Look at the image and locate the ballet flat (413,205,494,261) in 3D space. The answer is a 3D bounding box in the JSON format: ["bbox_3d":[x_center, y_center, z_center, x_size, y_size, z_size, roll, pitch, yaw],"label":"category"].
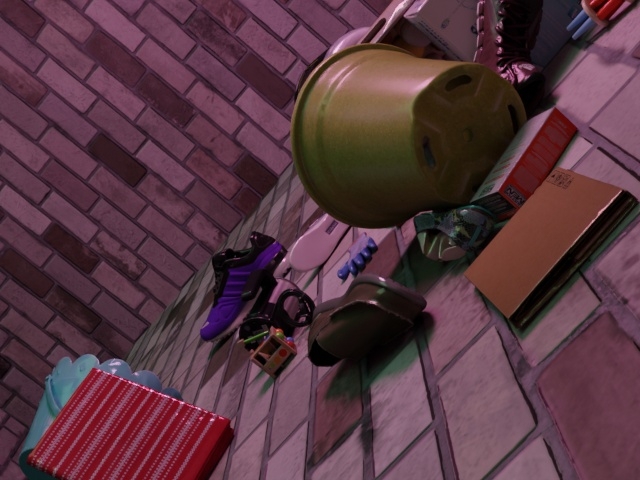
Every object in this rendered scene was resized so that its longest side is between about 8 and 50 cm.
[{"bbox_3d":[0.156,-0.005,1.219,0.070,0.070,0.188,-52,7,-12],"label":"ballet flat"}]

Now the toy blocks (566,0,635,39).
[{"bbox_3d":[0.419,-0.360,1.381,0.148,0.054,0.123,-43,13,38],"label":"toy blocks"}]

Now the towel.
[{"bbox_3d":[-0.296,0.322,1.518,0.031,0.275,0.199,86,-152,-48],"label":"towel"}]

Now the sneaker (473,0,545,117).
[{"bbox_3d":[0.292,-0.278,1.401,0.162,0.106,0.281,-139,59,-70],"label":"sneaker"}]

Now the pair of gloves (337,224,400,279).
[{"bbox_3d":[0.095,-0.016,1.645,0.198,0.023,0.159,-48,10,8],"label":"pair of gloves"}]

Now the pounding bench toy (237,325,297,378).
[{"bbox_3d":[-0.087,0.171,1.578,0.065,0.083,0.052,-50,9,4],"label":"pounding bench toy"}]

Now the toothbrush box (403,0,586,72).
[{"bbox_3d":[0.314,-0.402,1.534,0.295,0.216,0.126,-51,10,4],"label":"toothbrush box"}]

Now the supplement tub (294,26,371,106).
[{"bbox_3d":[0.065,-0.320,2.076,0.207,0.207,0.338,-52,11,-13],"label":"supplement tub"}]

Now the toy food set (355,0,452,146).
[{"bbox_3d":[0.167,-0.297,1.725,0.220,0.306,0.092,-49,53,9],"label":"toy food set"}]

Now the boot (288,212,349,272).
[{"bbox_3d":[0.000,0.000,1.913,0.190,0.069,0.086,-46,0,-23],"label":"boot"}]

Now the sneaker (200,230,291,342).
[{"bbox_3d":[-0.200,0.094,2.182,0.293,0.146,0.102,-48,10,12],"label":"sneaker"}]

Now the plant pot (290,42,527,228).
[{"bbox_3d":[0.136,-0.144,1.314,0.276,0.276,0.254,-53,23,-13],"label":"plant pot"}]

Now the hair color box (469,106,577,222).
[{"bbox_3d":[0.248,-0.092,1.176,0.141,0.043,0.072,-53,10,-19],"label":"hair color box"}]

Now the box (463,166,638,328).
[{"bbox_3d":[0.227,0.001,0.991,0.164,0.021,0.201,-49,10,5],"label":"box"}]

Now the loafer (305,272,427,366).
[{"bbox_3d":[0.051,0.112,1.210,0.087,0.094,0.251,-68,12,-24],"label":"loafer"}]

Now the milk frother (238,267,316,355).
[{"bbox_3d":[-0.060,0.116,1.688,0.143,0.129,0.135,0,30,15],"label":"milk frother"}]

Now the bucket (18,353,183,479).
[{"bbox_3d":[-0.379,0.350,1.692,0.281,0.281,0.183,-40,24,47],"label":"bucket"}]
